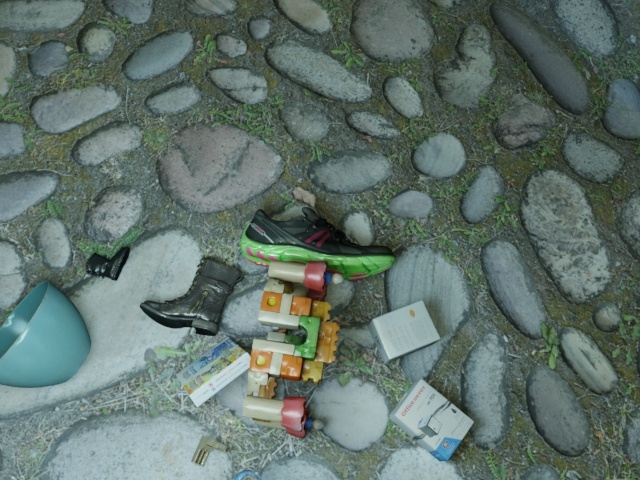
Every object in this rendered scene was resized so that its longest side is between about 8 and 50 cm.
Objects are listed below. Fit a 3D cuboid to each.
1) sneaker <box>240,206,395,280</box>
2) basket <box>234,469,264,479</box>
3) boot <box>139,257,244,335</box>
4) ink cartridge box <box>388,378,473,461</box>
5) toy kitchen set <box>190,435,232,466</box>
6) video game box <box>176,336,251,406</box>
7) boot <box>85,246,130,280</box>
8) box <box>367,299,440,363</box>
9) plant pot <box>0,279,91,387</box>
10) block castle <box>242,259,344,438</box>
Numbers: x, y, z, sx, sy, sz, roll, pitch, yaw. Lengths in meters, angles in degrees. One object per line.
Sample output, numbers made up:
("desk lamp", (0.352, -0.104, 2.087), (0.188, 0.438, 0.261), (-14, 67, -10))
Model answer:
("sneaker", (0.000, 0.000, 1.792), (0.483, 0.185, 0.202), (11, 72, -2))
("basket", (-0.150, 0.752, 1.448), (0.289, 0.201, 0.255), (43, 66, -22))
("boot", (-0.383, 0.154, 1.755), (0.263, 0.091, 0.229), (16, 62, -3))
("ink cartridge box", (0.316, 0.514, 1.672), (0.190, 0.082, 0.139), (39, 70, 8))
("toy kitchen set", (-0.292, 0.587, 1.593), (0.068, 0.083, 0.075), (39, 63, -35))
("video game box", (-0.295, 0.356, 1.613), (0.187, 0.205, 0.048), (-38, 107, -17))
("boot", (-0.651, 0.062, 1.779), (0.099, 0.045, 0.121), (17, 68, 5))
("box", (0.250, 0.276, 1.754), (0.170, 0.091, 0.130), (-18, 71, -12))
("plant pot", (-0.747, 0.281, 1.583), (0.195, 0.290, 0.290), (40, 65, -28))
("block castle", (-0.059, 0.295, 1.607), (0.213, 0.303, 0.453), (8, 67, 4))
